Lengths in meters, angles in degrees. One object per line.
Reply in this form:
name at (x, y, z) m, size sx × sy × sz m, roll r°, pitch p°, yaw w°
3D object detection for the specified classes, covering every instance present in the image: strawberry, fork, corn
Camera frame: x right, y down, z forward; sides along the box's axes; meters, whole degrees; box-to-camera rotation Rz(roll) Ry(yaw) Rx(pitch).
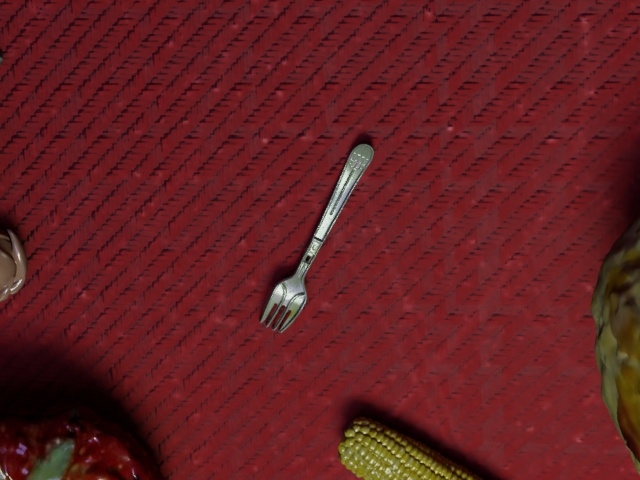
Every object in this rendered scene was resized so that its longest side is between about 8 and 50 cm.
strawberry at (-0.274, 0.281, 1.936) m, size 0.261 × 0.257 × 0.261 m, roll -1°, pitch 84°, yaw 6°
fork at (-0.001, 0.002, 1.853) m, size 0.034 × 0.028 × 0.219 m, roll 29°, pitch 115°, yaw 1°
corn at (0.107, 0.238, 1.914) m, size 0.206 × 0.067 × 0.067 m, roll 31°, pitch 114°, yaw -5°

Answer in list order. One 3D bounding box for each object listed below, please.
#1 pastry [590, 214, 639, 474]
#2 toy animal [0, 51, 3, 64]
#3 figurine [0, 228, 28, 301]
pastry at (0.418, 0.099, 1.667) m, size 0.389 × 0.312 × 0.388 m, roll 2°, pitch 113°, yaw 4°
toy animal at (-0.406, -0.114, 1.845) m, size 0.170 × 0.090 × 0.255 m, roll 43°, pitch 110°, yaw -5°
figurine at (-0.359, 0.032, 1.884) m, size 0.157 × 0.126 × 0.114 m, roll -18°, pitch 152°, yaw 18°
